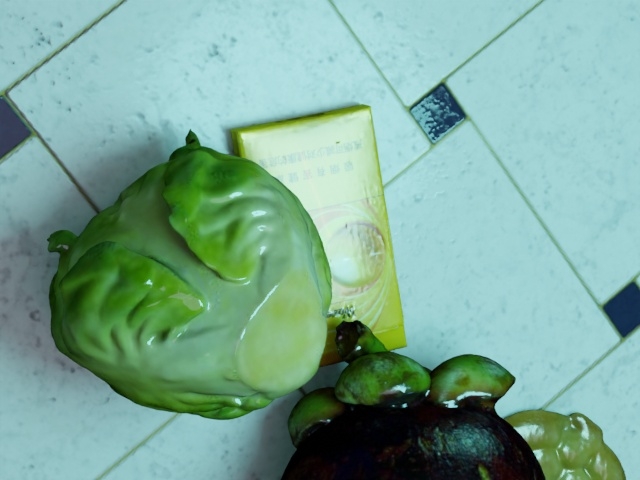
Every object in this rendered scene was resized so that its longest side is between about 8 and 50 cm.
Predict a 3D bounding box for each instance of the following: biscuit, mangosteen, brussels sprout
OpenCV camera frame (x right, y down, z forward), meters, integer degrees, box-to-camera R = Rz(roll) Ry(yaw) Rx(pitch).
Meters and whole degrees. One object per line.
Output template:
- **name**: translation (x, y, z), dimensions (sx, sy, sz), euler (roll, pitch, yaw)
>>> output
- **biscuit**: translation (0.241, 0.315, 1.738), dimensions (0.203, 0.041, 0.260), euler (35, 86, -19)
- **mangosteen**: translation (0.090, 0.271, 1.565), dimensions (0.311, 0.311, 0.311), euler (-3, 100, -16)
- **brussels sprout**: translation (-0.129, 0.038, 1.471), dimensions (0.259, 0.294, 0.227), euler (-52, 143, -17)

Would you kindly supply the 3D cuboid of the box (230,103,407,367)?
- **box**: translation (0.000, 0.000, 1.614), dimensions (0.152, 0.043, 0.269), euler (-13, 101, -12)
